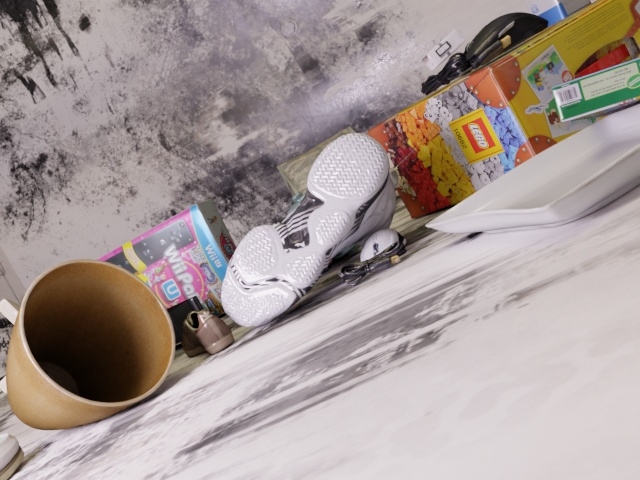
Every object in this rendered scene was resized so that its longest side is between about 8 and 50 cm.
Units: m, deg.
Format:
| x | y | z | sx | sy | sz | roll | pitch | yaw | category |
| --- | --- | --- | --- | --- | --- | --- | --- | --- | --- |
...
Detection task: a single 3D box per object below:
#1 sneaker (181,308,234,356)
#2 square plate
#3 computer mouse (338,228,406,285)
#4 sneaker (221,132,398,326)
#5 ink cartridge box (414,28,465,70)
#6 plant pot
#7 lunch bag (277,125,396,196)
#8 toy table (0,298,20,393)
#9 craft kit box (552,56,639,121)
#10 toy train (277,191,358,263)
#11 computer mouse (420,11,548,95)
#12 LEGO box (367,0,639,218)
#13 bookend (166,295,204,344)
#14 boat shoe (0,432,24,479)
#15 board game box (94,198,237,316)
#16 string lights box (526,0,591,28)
| x | y | z | sx | sy | sz | roll | pitch | yaw | category |
| --- | --- | --- | --- | --- | --- | --- | --- | --- | --- |
| -0.194 | 0.145 | 1.516 | 0.066 | 0.071 | 0.188 | -31 | 6 | -26 | sneaker |
| 0.338 | -0.094 | 1.153 | 0.344 | 0.049 | 0.347 | -31 | 6 | -14 | square plate |
| 0.090 | 0.014 | 1.442 | 0.106 | 0.042 | 0.193 | -28 | 5 | 14 | computer mouse |
| 0.000 | 0.000 | 1.515 | 0.366 | 0.137 | 0.210 | -51 | -20 | 6 | sneaker |
| 0.202 | -0.317 | 1.559 | 0.083 | 0.028 | 0.048 | -42 | 3 | -3 | ink cartridge box |
| -0.385 | 0.192 | 1.425 | 0.237 | 0.237 | 0.254 | -34 | -7 | -46 | plant pot |
| 0.051 | -0.137 | 2.355 | 0.235 | 0.169 | 0.287 | -29 | 31 | -2 | lunch bag |
| -0.556 | 0.212 | 1.947 | 0.274 | 0.252 | 0.161 | -60 | -6 | -3 | toy table |
| 0.474 | -0.227 | 1.269 | 0.249 | 0.061 | 0.246 | -16 | 3 | 32 | craft kit box |
| -0.035 | 0.003 | 1.777 | 0.190 | 0.142 | 0.334 | -41 | 8 | -4 | toy train |
| 0.293 | -0.344 | 1.579 | 0.262 | 0.060 | 0.184 | -31 | 5 | -12 | computer mouse |
| 0.393 | -0.266 | 1.694 | 0.500 | 0.193 | 0.372 | -32 | 7 | -30 | LEGO box |
| -0.309 | 0.187 | 1.718 | 0.157 | 0.072 | 0.156 | -25 | 7 | 30 | bookend |
| -0.544 | 0.342 | 1.294 | 0.113 | 0.103 | 0.302 | -25 | 6 | 29 | boat shoe |
| -0.311 | 0.081 | 1.894 | 0.303 | 0.224 | 0.097 | -28 | 1 | 16 | board game box |
| 0.569 | -0.435 | 2.027 | 0.133 | 0.260 | 0.076 | -32 | 7 | -41 | string lights box |
